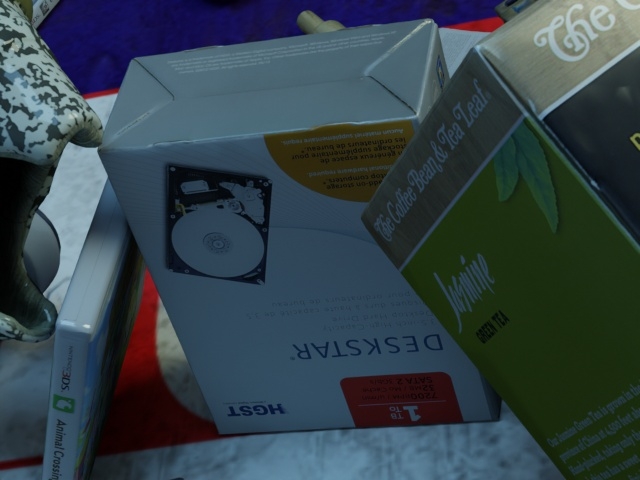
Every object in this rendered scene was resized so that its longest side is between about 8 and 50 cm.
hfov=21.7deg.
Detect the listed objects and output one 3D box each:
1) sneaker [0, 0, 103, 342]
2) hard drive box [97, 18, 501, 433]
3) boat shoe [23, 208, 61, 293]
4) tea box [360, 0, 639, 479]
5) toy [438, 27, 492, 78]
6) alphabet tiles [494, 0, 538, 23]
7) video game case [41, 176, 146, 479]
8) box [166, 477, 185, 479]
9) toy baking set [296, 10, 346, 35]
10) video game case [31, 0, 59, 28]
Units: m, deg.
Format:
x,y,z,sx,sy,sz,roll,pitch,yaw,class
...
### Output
x,y,z,sx,sy,sz,roll,pitch,yaw,class
-0.238,0.020,0.965,0.158,0.410,0.182,-23,62,-44,sneaker
0.000,0.000,0.965,0.181,0.232,0.089,-6,42,17,hard drive box
-0.314,-0.027,1.217,0.367,0.136,0.156,-2,38,34,boat shoe
0.257,-0.011,0.777,0.329,0.220,0.323,-35,82,-20,tea box
0.147,-0.076,1.132,0.237,0.056,0.137,12,59,40,toy
0.260,-0.230,1.038,0.342,0.011,0.285,-33,9,7,alphabet tiles
-0.129,0.043,1.006,0.023,0.193,0.212,13,43,-1,video game case
-0.067,0.236,0.736,0.108,0.207,0.153,-20,39,-1,box
-0.053,-0.111,1.274,0.197,0.030,0.256,-26,40,-9,toy baking set
-0.312,-0.234,1.525,0.190,0.022,0.173,5,45,26,video game case
